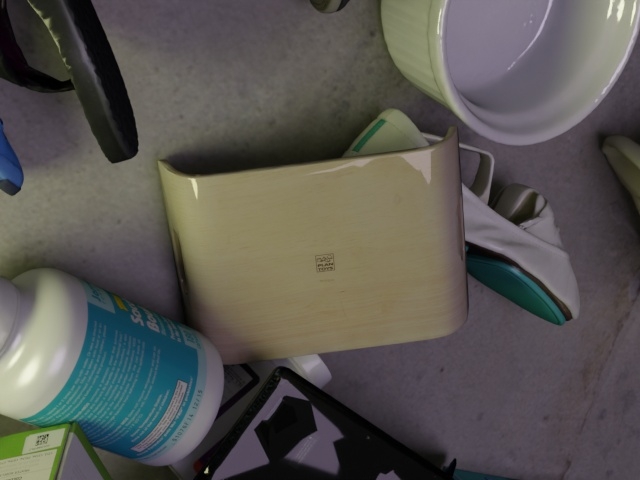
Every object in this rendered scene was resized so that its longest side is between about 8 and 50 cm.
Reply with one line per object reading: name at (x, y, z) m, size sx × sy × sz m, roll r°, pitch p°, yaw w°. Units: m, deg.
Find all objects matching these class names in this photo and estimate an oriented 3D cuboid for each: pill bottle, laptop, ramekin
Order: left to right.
pill bottle at (-0.231, 0.117, 1.348) m, size 0.264 × 0.146 × 0.146 m, roll 29°, pitch 94°, yaw -40°
pill bottle at (-0.085, 0.182, 1.503) m, size 0.193 × 0.108 × 0.108 m, roll -40°, pitch 128°, yaw -12°
laptop at (-0.044, 0.354, 1.585) m, size 0.408 × 0.236 × 0.382 m, roll 36°, pitch 90°, yaw -26°
ramekin at (0.198, -0.252, 1.478) m, size 0.277 × 0.135 × 0.277 m, roll -15°, pitch 120°, yaw -29°

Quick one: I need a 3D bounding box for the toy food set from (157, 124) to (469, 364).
toy food set at (0.000, 0.000, 1.439) m, size 0.306 × 0.092 × 0.219 m, roll -8°, pitch 118°, yaw -3°

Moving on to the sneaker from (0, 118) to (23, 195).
sneaker at (-0.310, -0.128, 1.232) m, size 0.082 × 0.069 × 0.209 m, roll -44°, pitch 129°, yaw -14°

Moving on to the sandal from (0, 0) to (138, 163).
sandal at (-0.280, -0.252, 1.162) m, size 0.107 × 0.167 × 0.445 m, roll -23°, pitch 118°, yaw 6°

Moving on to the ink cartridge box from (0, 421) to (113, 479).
ink cartridge box at (-0.246, 0.321, 1.253) m, size 0.097 × 0.255 × 0.188 m, roll -13°, pitch 126°, yaw 15°

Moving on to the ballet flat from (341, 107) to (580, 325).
ballet flat at (0.185, -0.027, 1.587) m, size 0.400 × 0.139 × 0.139 m, roll 30°, pitch 93°, yaw -36°

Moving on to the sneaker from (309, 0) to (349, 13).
sneaker at (0.056, -0.331, 1.378) m, size 0.118 × 0.083 × 0.222 m, roll -2°, pitch 111°, yaw -34°

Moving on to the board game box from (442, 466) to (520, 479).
board game box at (0.256, 0.452, 1.881) m, size 0.336 × 0.079 × 0.253 m, roll 16°, pitch 102°, yaw -38°

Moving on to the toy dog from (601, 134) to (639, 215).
toy dog at (0.608, -0.094, 1.681) m, size 0.408 × 0.395 × 0.284 m, roll -36°, pitch 118°, yaw -5°
